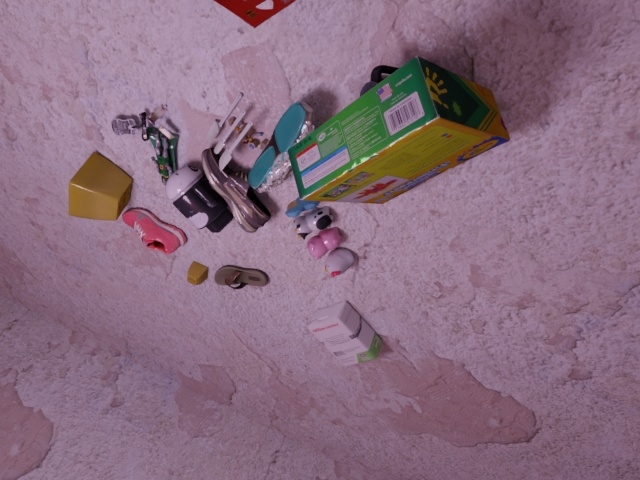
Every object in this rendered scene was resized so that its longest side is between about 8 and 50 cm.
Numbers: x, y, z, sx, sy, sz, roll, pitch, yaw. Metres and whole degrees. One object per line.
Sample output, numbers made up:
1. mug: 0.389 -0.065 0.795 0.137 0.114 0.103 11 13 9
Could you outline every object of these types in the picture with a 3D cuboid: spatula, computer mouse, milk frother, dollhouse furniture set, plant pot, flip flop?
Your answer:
1. spatula: -0.311 -0.372 1.588 0.242 0.019 0.168 -42 60 40
2. computer mouse: -0.717 -0.434 1.779 0.193 0.042 0.106 10 117 30
3. milk frother: 0.159 -0.400 1.289 0.143 0.134 0.129 -14 88 52
4. dollhouse furniture set: -0.564 -0.437 1.721 0.081 0.091 0.114 -47 113 0
5. plant pot: -0.921 -0.206 1.991 0.187 0.212 0.212 23 136 -11
6. plant pot: -0.589 0.163 2.220 0.081 0.083 0.081 23 136 7
7. flip flop: -0.370 0.180 2.127 0.277 0.080 0.112 3 130 24

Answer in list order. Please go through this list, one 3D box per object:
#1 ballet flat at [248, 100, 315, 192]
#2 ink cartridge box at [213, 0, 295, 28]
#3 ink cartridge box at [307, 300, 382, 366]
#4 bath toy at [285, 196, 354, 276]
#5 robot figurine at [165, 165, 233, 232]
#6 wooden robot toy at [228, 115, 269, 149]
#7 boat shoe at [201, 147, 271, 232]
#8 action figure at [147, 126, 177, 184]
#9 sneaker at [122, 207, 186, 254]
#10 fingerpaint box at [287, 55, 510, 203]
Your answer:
1. ballet flat: -0.105 -0.304 1.546 0.147 0.147 0.409 39 137 -9
2. ink cartridge box: -0.199 -0.656 1.166 0.239 0.275 0.060 32 135 -2
3. ink cartridge box: 0.107 0.413 2.066 0.198 0.115 0.273 -25 115 39
4. bath toy: 0.000 0.000 1.749 0.151 0.129 0.348 -12 123 34
5. robot figurine: -0.466 -0.159 1.816 0.209 0.173 0.278 -30 111 30
6. wooden robot toy: -0.260 -0.349 1.606 0.173 0.079 0.076 37 135 -6
7. boat shoe: -0.304 -0.201 1.749 0.130 0.132 0.355 -27 111 13
8. action figure: -0.610 -0.315 1.826 0.137 0.063 0.232 23 134 17
9. sneaker: -0.765 -0.039 2.094 0.313 0.136 0.116 25 134 5
10. fingerpaint box: 0.200 -0.256 1.244 0.445 0.371 0.163 -26 73 42
